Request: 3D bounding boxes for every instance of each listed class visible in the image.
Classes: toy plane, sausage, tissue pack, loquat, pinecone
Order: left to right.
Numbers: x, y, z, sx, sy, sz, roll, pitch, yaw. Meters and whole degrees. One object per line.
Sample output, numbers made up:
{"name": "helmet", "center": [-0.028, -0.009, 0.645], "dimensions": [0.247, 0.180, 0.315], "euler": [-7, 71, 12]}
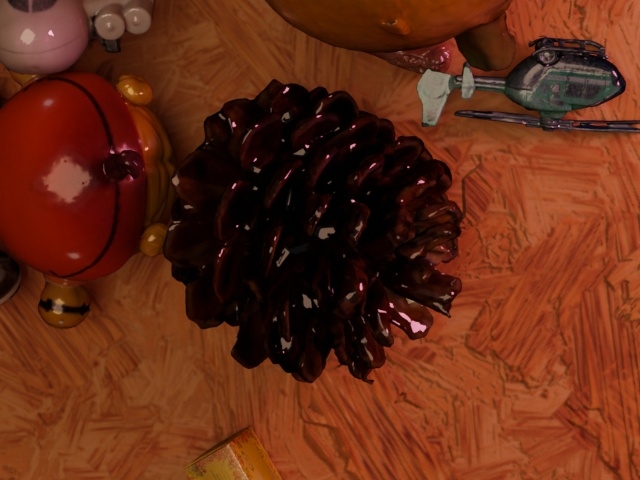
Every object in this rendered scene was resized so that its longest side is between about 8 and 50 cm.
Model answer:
{"name": "toy plane", "center": [-0.285, -0.255, 1.429], "dimensions": [0.252, 0.252, 0.118], "euler": [8, 128, 12]}
{"name": "tissue pack", "center": [-0.066, 0.296, 1.491], "dimensions": [0.062, 0.095, 0.176], "euler": [-32, 87, 13]}
{"name": "pinecone", "center": [0.002, 0.001, 1.374], "dimensions": [0.296, 0.242, 0.298], "euler": [20, 93, 12]}
{"name": "sausage", "center": [0.062, -0.211, 1.447], "dimensions": [0.158, 0.036, 0.042], "euler": [23, 88, 10]}
{"name": "loquat", "center": [0.083, -0.312, 1.298], "dimensions": [0.328, 0.328, 0.359], "euler": [-27, 107, 14]}
{"name": "toy plane", "center": [0.216, -0.157, 1.404], "dimensions": [0.235, 0.060, 0.096], "euler": [4, 109, 4]}

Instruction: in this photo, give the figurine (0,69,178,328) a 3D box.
{"name": "figurine", "center": [-0.288, -0.063, 1.457], "dimensions": [0.323, 0.196, 0.320], "euler": [-8, 92, 24]}
